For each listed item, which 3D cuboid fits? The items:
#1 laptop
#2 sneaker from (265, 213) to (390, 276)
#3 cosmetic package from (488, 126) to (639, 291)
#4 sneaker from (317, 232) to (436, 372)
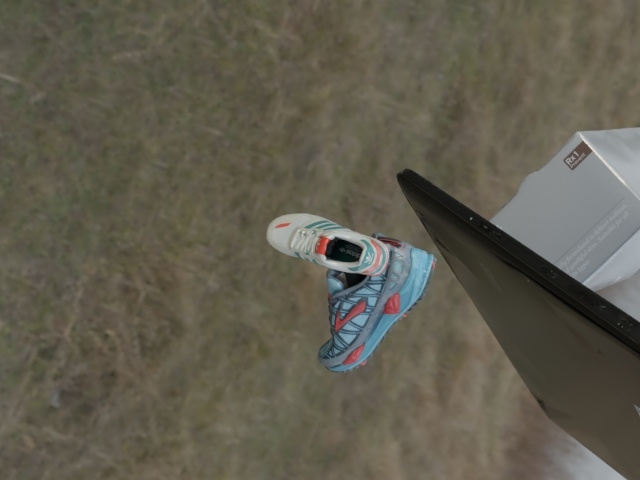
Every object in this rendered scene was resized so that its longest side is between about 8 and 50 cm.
[{"bbox_3d":[0.323,0.071,0.931,0.236,0.408,0.382,-45,139,-8],"label":"laptop"},{"bbox_3d":[0.000,0.000,1.593,0.075,0.161,0.057,19,89,-68],"label":"sneaker"},{"bbox_3d":[0.255,-0.026,1.195,0.127,0.107,0.238,-48,165,26],"label":"cosmetic package"},{"bbox_3d":[0.055,0.082,1.940,0.262,0.125,0.104,-52,-170,33],"label":"sneaker"}]
